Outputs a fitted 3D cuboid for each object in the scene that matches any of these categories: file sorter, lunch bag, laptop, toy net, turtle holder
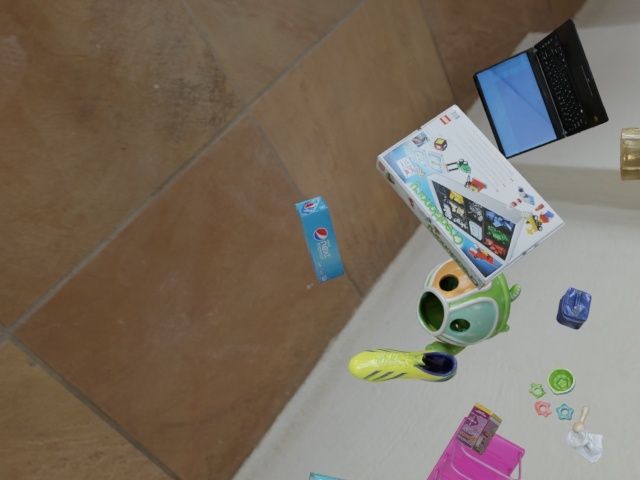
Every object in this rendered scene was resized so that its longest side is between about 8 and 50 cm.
[{"bbox_3d":[0.456,0.738,1.815,0.290,0.202,0.182,-66,168,20],"label":"file sorter"},{"bbox_3d":[0.649,0.168,1.526,0.065,0.067,0.098,93,18,-56],"label":"lunch bag"},{"bbox_3d":[0.493,-0.333,1.374,0.137,0.264,0.234,-21,91,-7],"label":"laptop"},{"bbox_3d":[0.605,0.434,1.476,0.045,0.122,0.232,50,20,-45],"label":"toy net"},{"bbox_3d":[0.376,0.188,1.681,0.228,0.320,0.243,-14,65,-32],"label":"turtle holder"}]

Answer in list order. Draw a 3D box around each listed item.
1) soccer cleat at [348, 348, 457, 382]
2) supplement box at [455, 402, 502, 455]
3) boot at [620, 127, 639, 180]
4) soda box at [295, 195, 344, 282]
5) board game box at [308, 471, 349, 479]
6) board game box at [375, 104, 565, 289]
[{"bbox_3d":[0.221,0.324,1.585,0.121,0.289,0.093,101,-8,-63],"label":"soccer cleat"},{"bbox_3d":[0.313,0.372,1.182,0.083,0.043,0.055,-56,133,-9],"label":"supplement box"},{"bbox_3d":[0.829,-0.152,1.352,0.089,0.270,0.236,-46,130,-50],"label":"boot"},{"bbox_3d":[0.000,0.000,1.502,0.071,0.067,0.210,-19,124,-7],"label":"soda box"},{"bbox_3d":[0.109,0.887,1.858,0.336,0.079,0.253,16,70,-8],"label":"board game box"},{"bbox_3d":[0.271,-0.086,1.107,0.193,0.305,0.053,-34,165,-11],"label":"board game box"}]
